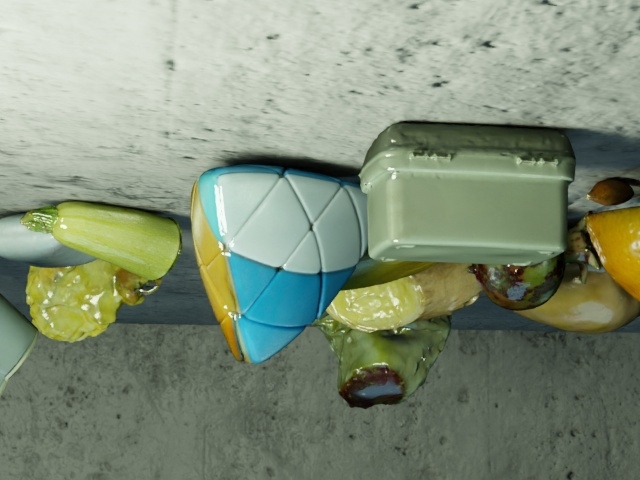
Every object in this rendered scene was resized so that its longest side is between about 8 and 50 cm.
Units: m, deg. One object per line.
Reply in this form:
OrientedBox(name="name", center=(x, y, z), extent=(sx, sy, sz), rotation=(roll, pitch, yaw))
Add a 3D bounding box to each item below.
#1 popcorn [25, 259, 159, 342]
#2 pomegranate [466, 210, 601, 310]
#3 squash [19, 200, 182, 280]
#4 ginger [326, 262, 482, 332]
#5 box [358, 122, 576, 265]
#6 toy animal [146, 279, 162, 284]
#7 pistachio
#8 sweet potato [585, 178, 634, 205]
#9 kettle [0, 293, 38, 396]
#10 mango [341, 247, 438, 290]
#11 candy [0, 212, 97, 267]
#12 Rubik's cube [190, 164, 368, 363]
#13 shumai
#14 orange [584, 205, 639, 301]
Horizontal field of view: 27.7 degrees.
OrientedBox(name="popcorn", center=(-0.361, 0.076, 2.035), extent=(0.195, 0.168, 0.173), rotation=(3, 174, -15))
OrientedBox(name="pomegranate", center=(0.285, 0.025, 1.773), extent=(0.169, 0.148, 0.148), rotation=(6, 170, -24))
OrientedBox(name="squash", center=(-0.304, -0.009, 1.762), extent=(0.224, 0.094, 0.094), rotation=(15, 164, -39))
OrientedBox(name="ginger", center=(0.125, 0.047, 1.979), extent=(0.276, 0.130, 0.221), rotation=(11, -150, 26))
OrientedBox(name="box", center=(0.149, -0.045, 1.333), extent=(0.210, 0.129, 0.148), rotation=(3, 170, -9))
OrientedBox(name="toy animal", center=(-0.335, 0.041, 2.198), extent=(0.070, 0.083, 0.159), rotation=(-26, -163, -28))
OrientedBox(name="pistachio", center=(0.373, 0.063, 1.958), extent=(0.261, 0.162, 0.213), rotation=(-2, 148, 45))
OrientedBox(name="sweet potato", center=(0.352, -0.059, 1.567), extent=(0.034, 0.034, 0.095), rotation=(-8, 179, 44))
OrientedBox(name="kettle", center=(-0.559, 0.130, 1.956), extent=(0.160, 0.210, 0.243), rotation=(-35, 117, 31))
OrientedBox(name="mango", center=(0.087, 0.001, 1.629), extent=(0.237, 0.091, 0.137), rotation=(-26, 151, 30))
OrientedBox(name="candy", center=(-0.395, 0.000, 1.856), extent=(0.138, 0.071, 0.174), rotation=(-3, 172, 11))
OrientedBox(name="Rubik's cube", center=(-0.048, -0.015, 1.542), extent=(0.255, 0.254, 0.254), rotation=(0, 171, 0))
OrientedBox(name="shumai", center=(0.116, 0.187, 2.446), extent=(0.309, 0.263, 0.304), rotation=(-4, 169, 25))
OrientedBox(name="orange", center=(0.485, -0.014, 1.567), extent=(0.310, 0.274, 0.274), rotation=(25, 174, 8))
